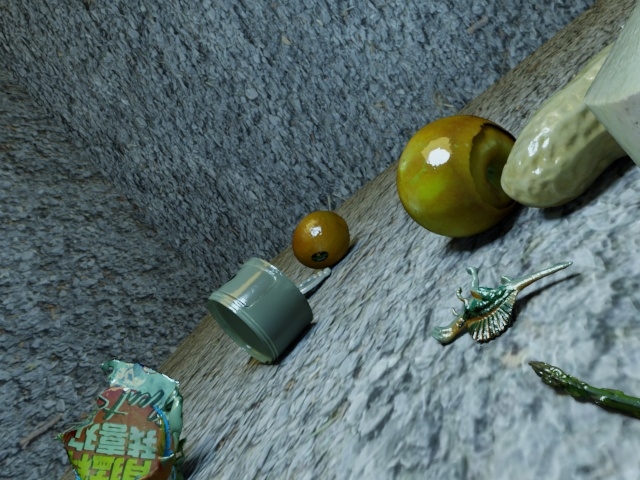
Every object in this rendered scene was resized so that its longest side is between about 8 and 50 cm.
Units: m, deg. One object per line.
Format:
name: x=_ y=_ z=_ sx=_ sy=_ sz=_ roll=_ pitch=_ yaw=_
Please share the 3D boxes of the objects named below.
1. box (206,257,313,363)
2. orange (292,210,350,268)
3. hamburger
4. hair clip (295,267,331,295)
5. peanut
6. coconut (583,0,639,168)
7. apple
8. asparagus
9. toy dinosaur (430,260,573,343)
box: x=-0.150 y=0.174 z=1.190 sx=0.149 sy=0.226 sz=0.226 roll=-45 pitch=8 yaw=-27
orange: x=0.000 y=0.000 z=1.608 sx=0.206 sy=0.206 sz=0.206 roll=-40 pitch=7 yaw=6
hamburger: x=-0.366 y=0.392 z=0.975 sx=0.276 sy=0.260 sz=0.150 roll=-58 pitch=-20 yaw=-8
hair clip: x=-0.066 y=0.168 z=1.525 sx=0.220 sy=0.054 sz=0.140 roll=-33 pitch=4 yaw=30
peanut: x=0.407 y=-0.171 z=0.716 sx=0.313 sy=0.152 sz=0.152 roll=-40 pitch=7 yaw=3
coconut: x=0.355 y=-0.138 z=0.374 sx=0.239 sy=0.244 sz=0.239 roll=-41 pitch=7 yaw=6
apple: x=0.260 y=-0.114 z=0.875 sx=0.237 sy=0.237 sz=0.207 roll=-43 pitch=27 yaw=-13
asparagus: x=0.234 y=0.120 z=0.351 sx=0.233 sy=0.022 sz=0.023 roll=175 pitch=99 yaw=-74
toy dinosaur: x=0.218 y=0.083 z=0.608 sx=0.187 sy=0.044 sz=0.106 roll=-11 pitch=42 yaw=50
